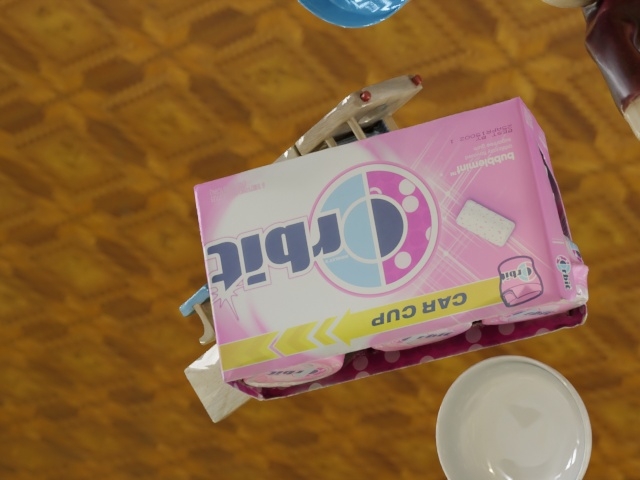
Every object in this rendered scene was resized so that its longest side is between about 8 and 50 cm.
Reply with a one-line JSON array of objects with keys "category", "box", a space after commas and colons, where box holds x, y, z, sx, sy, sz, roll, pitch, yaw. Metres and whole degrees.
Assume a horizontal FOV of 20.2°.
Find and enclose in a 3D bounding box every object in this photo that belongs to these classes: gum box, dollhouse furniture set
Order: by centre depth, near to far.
[{"category": "gum box", "box": [0.039, 0.006, 0.916, 0.188, 0.107, 0.062, -15, 162, 15]}, {"category": "dollhouse furniture set", "box": [0.000, 0.000, 1.081, 0.129, 0.183, 0.129, -40, 78, 41]}]

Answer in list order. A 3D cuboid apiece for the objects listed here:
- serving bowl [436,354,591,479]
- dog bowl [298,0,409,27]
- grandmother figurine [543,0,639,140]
[{"category": "serving bowl", "box": [0.102, 0.100, 0.919, 0.083, 0.083, 0.027, -2, 178, 28]}, {"category": "dog bowl", "box": [-0.001, -0.300, 1.394, 0.297, 0.074, 0.166, 51, 132, 17]}, {"category": "grandmother figurine", "box": [0.230, -0.101, 1.159, 0.104, 0.208, 0.342, -37, 98, 24]}]
